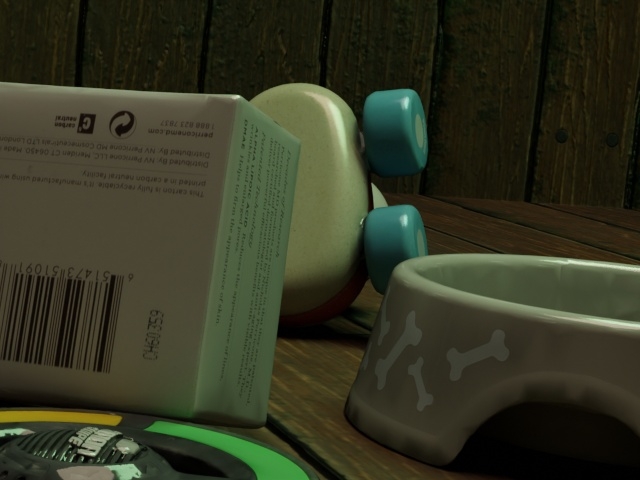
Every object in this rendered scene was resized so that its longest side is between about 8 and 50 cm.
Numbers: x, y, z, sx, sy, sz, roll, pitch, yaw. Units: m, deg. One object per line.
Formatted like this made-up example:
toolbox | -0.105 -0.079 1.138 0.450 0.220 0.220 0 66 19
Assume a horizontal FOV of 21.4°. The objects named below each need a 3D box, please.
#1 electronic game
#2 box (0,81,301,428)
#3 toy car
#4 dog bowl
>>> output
electronic game | -0.111 0.112 0.784 0.229 0.048 0.229 6 6 -1
box | -0.121 0.009 0.976 0.181 0.181 0.119 5 -8 17
toy car | 0.000 0.000 1.479 0.219 0.210 0.238 -6 -25 15
dog bowl | 0.193 0.080 1.093 0.349 0.102 0.349 6 6 -1
